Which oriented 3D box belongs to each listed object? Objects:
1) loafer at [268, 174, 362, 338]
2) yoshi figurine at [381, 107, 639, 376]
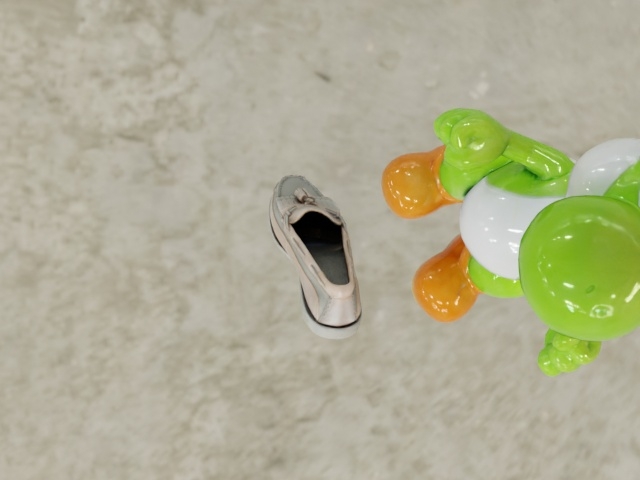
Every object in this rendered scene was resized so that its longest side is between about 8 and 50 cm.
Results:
[{"bbox_3d":[0.000,0.000,0.801,0.045,0.039,0.125,-5,45,-14],"label":"loafer"},{"bbox_3d":[0.171,-0.001,1.117,0.203,0.362,0.203,23,78,-28],"label":"yoshi figurine"}]
